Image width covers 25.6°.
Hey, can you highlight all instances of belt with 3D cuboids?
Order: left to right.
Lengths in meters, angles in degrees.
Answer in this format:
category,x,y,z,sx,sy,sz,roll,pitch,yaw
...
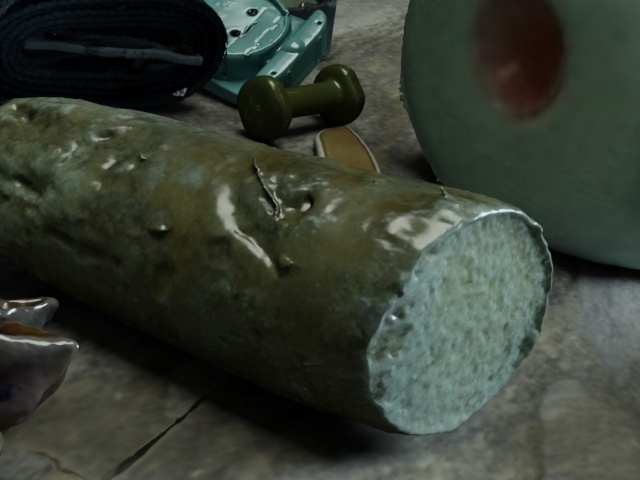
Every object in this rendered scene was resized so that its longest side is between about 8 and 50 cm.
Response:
category,x,y,z,sx,sy,sz,roll,pitch,yaw
belt,-0.187,-0.173,1.075,0.218,0.122,0.128,-3,37,-40

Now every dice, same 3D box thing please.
category,x,y,z,sx,sy,sz,roll,pitch,yaw
dice,0.243,-0.145,1.055,0.262,0.264,0.268,-8,29,-35

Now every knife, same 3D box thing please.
category,x,y,z,sx,sy,sz,roll,pitch,yaw
knife,0.022,-0.045,1.026,0.046,0.022,0.256,2,19,-4

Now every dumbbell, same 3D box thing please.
category,x,y,z,sx,sy,sz,roll,pitch,yaw
dumbbell,-0.014,-0.112,1.125,0.046,0.052,0.118,-21,-2,40

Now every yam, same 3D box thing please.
category,x,y,z,sx,sy,sz,roll,pitch,yaw
yam,-0.053,0.000,0.743,0.330,0.133,0.133,19,23,22

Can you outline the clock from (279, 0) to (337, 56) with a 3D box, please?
category,x,y,z,sx,sy,sz,roll,pitch,yaw
clock,-0.134,-0.247,1.368,0.312,0.061,0.312,11,22,-5

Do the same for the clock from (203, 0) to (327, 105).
category,x,y,z,sx,sy,sz,roll,pitch,yaw
clock,-0.076,-0.173,1.187,0.147,0.045,0.108,26,54,18

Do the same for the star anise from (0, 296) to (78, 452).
category,x,y,z,sx,sy,sz,roll,pitch,yaw
star anise,-0.197,0.063,0.578,0.230,0.081,0.262,-10,21,-44
